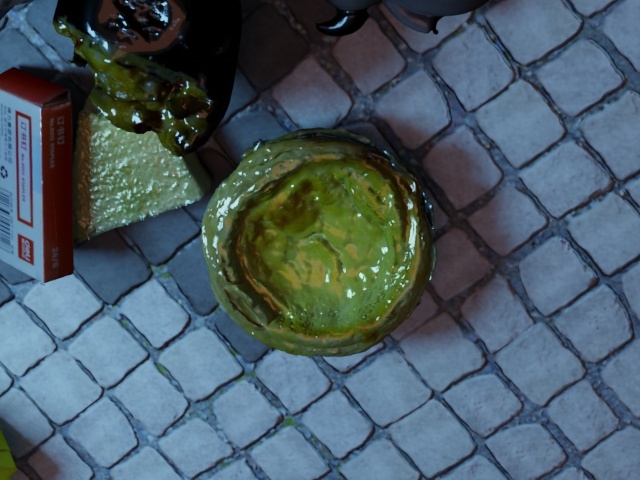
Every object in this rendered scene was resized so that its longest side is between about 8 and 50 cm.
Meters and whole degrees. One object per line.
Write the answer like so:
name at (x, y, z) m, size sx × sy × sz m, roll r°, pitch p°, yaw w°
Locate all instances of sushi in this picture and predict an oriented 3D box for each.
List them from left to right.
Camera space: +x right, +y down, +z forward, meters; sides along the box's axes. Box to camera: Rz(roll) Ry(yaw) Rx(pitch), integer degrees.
sushi at (-0.179, -0.213, 1.581) m, size 0.213 × 0.200 × 0.204 m, roll 27°, pitch 98°, yaw -3°

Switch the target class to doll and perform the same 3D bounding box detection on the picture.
doll at (0.093, -0.304, 1.562) m, size 0.257 × 0.117 × 0.182 m, roll 0°, pitch 109°, yaw 9°

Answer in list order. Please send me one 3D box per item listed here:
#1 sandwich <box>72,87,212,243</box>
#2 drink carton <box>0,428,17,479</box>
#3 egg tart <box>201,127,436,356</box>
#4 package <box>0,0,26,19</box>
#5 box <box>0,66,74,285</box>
sandwich at (-0.243, -0.095, 1.734) m, size 0.193 × 0.058 × 0.162 m, roll -20°, pitch 105°, yaw 19°
drink carton at (-0.555, 0.354, 1.883) m, size 0.351 × 0.111 × 0.154 m, roll -46°, pitch 142°, yaw 18°
egg tart at (0.000, 0.000, 1.714) m, size 0.279 × 0.095 × 0.279 m, roll 2°, pitch 107°, yaw 6°
package at (-0.298, -0.334, 1.584) m, size 0.071 × 0.194 × 0.269 m, roll 25°, pitch 125°, yaw -7°
box at (-0.338, -0.076, 1.728) m, size 0.123 × 0.050 × 0.229 m, roll 22°, pitch 118°, yaw 39°
